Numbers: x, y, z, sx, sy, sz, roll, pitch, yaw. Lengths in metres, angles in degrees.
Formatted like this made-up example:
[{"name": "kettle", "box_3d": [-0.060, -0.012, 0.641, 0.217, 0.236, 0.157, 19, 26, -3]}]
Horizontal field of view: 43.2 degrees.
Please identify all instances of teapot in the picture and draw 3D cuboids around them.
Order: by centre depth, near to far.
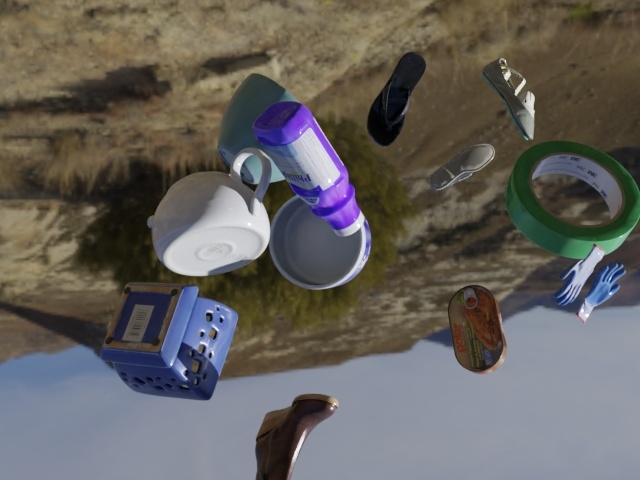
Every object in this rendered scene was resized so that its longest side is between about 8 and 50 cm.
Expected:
[{"name": "teapot", "box_3d": [-0.226, -0.058, 1.644, 0.256, 0.187, 0.252, -9, 153, -10]}]

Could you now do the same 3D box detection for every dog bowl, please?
[{"name": "dog bowl", "box_3d": [0.000, 0.000, 2.192, 0.265, 0.264, 0.104, -3, 177, 17]}]

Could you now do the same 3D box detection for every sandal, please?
[{"name": "sandal", "box_3d": [0.191, -0.364, 2.069, 0.097, 0.254, 0.054, 21, -177, -13]}]

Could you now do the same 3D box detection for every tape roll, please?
[{"name": "tape roll", "box_3d": [0.622, -0.105, 2.003, 0.322, 0.321, 0.077, -2, 145, -9]}]

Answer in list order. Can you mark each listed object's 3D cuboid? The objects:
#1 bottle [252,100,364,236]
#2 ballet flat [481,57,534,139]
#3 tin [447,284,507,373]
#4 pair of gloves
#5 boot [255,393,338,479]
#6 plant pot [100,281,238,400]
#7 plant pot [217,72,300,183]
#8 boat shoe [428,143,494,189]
[{"name": "bottle", "box_3d": [-0.011, -0.126, 1.497, 0.118, 0.092, 0.282, 15, 147, 48]}, {"name": "ballet flat", "box_3d": [0.413, -0.308, 1.713, 0.068, 0.213, 0.072, -35, 146, 18]}, {"name": "tin", "box_3d": [0.324, 0.184, 1.675, 0.106, 0.189, 0.040, -15, 151, 20]}, {"name": "pair of gloves", "box_3d": [0.592, 0.095, 1.780, 0.198, 0.159, 0.023, 33, -176, -41]}, {"name": "boot", "box_3d": [-0.057, 0.464, 1.808, 0.090, 0.206, 0.248, 32, 138, -30]}, {"name": "plant pot", "box_3d": [-0.366, 0.226, 1.903, 0.236, 0.235, 0.212, 2, 151, 26]}, {"name": "plant pot", "box_3d": [-0.154, -0.262, 2.113, 0.195, 0.290, 0.290, -46, -170, -15]}, {"name": "boat shoe", "box_3d": [0.401, -0.212, 2.315, 0.206, 0.075, 0.065, -32, 176, 4]}]
